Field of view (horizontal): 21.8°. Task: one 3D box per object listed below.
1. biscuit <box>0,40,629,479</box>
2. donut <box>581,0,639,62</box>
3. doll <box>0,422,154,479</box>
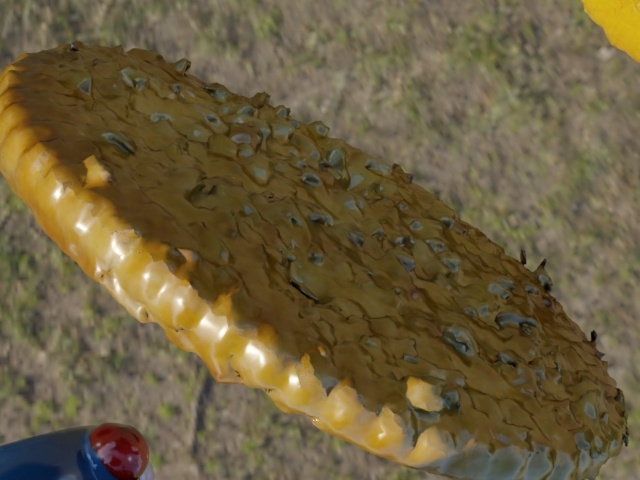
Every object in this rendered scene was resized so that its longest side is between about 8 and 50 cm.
[{"bbox_3d":[0.000,0.000,0.579,0.254,0.254,0.035,23,109,-25],"label":"biscuit"},{"bbox_3d":[0.283,-0.228,0.990,0.303,0.302,0.110,-18,145,-1],"label":"donut"},{"bbox_3d":[-0.110,0.246,0.748,0.240,0.309,0.284,-27,169,33],"label":"doll"}]
